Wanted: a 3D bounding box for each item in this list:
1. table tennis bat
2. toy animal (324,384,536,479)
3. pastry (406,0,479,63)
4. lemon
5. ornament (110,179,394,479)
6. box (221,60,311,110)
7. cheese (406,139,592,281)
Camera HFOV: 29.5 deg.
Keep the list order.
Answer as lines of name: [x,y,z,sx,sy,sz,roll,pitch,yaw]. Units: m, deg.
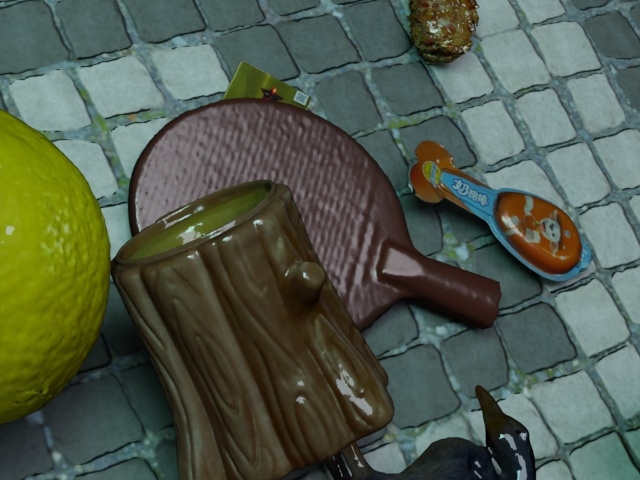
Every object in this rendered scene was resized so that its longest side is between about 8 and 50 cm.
table tennis bat: [0.000,0.000,1.271,0.414,0.051,0.268,20,68,-13]
toy animal: [0.068,0.242,1.145,0.298,0.122,0.185,-37,82,-30]
pastry: [0.143,-0.284,1.476,0.087,0.063,0.169,23,53,-20]
lemon: [-0.308,0.023,1.010,0.293,0.293,0.293,9,62,-17]
ornament: [-0.065,0.077,1.076,0.235,0.221,0.218,-37,109,-39]
box: [-0.072,-0.125,1.331,0.090,0.023,0.133,27,58,-9]
cheese: [0.205,-0.031,1.367,0.256,0.037,0.106,29,51,-17]
